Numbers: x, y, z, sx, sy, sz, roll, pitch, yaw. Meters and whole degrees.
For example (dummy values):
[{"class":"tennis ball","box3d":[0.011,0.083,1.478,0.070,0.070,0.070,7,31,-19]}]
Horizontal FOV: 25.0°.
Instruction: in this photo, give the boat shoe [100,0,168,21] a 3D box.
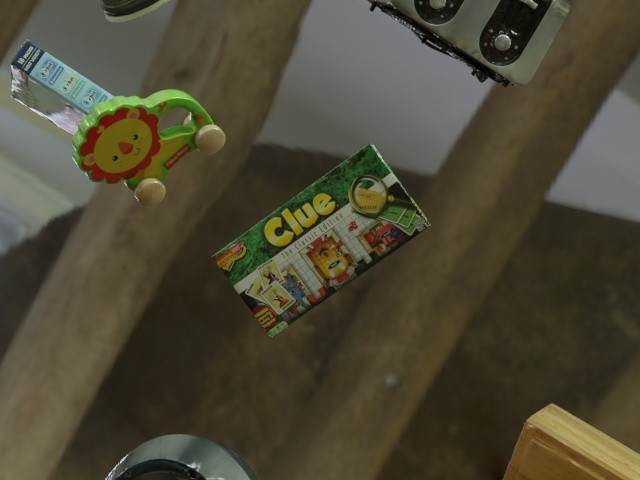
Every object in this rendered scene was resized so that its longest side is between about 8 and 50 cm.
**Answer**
[{"class":"boat shoe","box3d":[-0.188,-0.364,1.819,0.084,0.233,0.079,50,-4,47]}]

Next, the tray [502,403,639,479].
[{"class":"tray","box3d":[0.382,0.375,1.603,0.411,0.076,0.202,29,-62,27]}]

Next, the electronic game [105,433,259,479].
[{"class":"electronic game","box3d":[-0.116,0.269,1.149,0.229,0.229,0.048,-7,-14,39]}]

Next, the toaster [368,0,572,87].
[{"class":"toaster","box3d":[0.143,-0.238,1.441,0.168,0.110,0.185,32,5,-12]}]

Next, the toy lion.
[{"class":"toy lion","box3d":[-0.136,-0.078,1.098,0.034,0.100,0.096,50,1,44]}]

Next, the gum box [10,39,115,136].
[{"class":"gum box","box3d":[-0.308,-0.170,1.846,0.184,0.041,0.157,32,-14,-5]}]

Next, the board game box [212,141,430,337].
[{"class":"board game box","box3d":[0.000,0.000,1.882,0.136,0.260,0.030,54,9,-1]}]
